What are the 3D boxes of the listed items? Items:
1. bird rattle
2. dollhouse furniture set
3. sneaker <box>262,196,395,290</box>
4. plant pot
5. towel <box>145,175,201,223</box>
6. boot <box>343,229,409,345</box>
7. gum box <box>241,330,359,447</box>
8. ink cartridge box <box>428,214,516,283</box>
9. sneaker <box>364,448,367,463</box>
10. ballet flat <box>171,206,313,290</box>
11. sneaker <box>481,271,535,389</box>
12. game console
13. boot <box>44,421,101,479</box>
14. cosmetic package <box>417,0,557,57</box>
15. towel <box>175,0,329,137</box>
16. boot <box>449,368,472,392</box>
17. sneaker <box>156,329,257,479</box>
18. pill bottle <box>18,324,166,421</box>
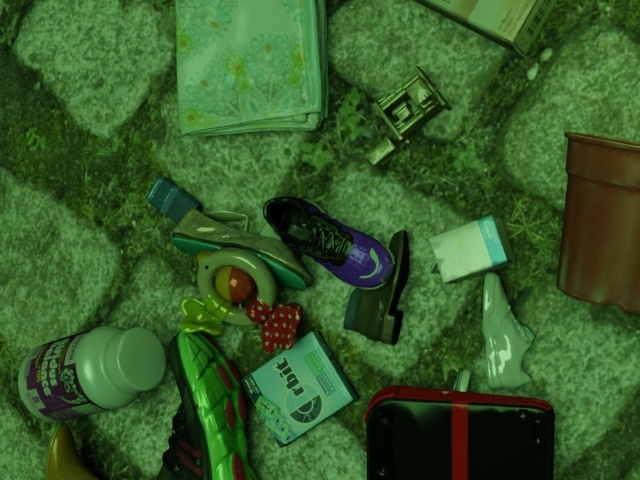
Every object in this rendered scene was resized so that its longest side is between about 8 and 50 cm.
[{"bbox_3d":[-0.155,0.114,1.991,0.253,0.143,0.207,9,122,30],"label":"bird rattle"},{"bbox_3d":[0.127,-0.239,1.916,0.182,0.161,0.101,-39,74,14],"label":"dollhouse furniture set"},{"bbox_3d":[-0.001,0.001,1.931,0.293,0.146,0.102,31,98,35],"label":"sneaker"},{"bbox_3d":[0.516,-0.027,1.713,0.272,0.272,0.265,13,100,22],"label":"plant pot"},{"bbox_3d":[-0.305,-0.080,2.149,0.119,0.029,0.067,36,100,20],"label":"towel"},{"bbox_3d":[0.105,0.083,1.952,0.106,0.082,0.219,9,92,19],"label":"boot"},{"bbox_3d":[-0.041,0.291,2.019,0.184,0.041,0.157,-36,76,17],"label":"gum box"},{"bbox_3d":[0.269,0.021,1.884,0.143,0.092,0.090,-20,80,19],"label":"ink cartridge box"},{"bbox_3d":[0.137,0.418,1.950,0.109,0.040,0.044,2,104,25],"label":"sneaker"},{"bbox_3d":[-0.145,0.002,2.045,0.316,0.107,0.106,19,64,16],"label":"ballet flat"},{"bbox_3d":[0.340,0.161,1.868,0.094,0.080,0.212,-5,92,9],"label":"sneaker"},{"bbox_3d":[0.245,0.458,1.858,0.342,0.060,0.387,2,101,16],"label":"game console"},{"bbox_3d":[-0.451,0.521,2.128,0.211,0.104,0.295,5,106,14],"label":"boot"},{"bbox_3d":[0.273,-0.474,1.888,0.296,0.129,0.153,31,100,20],"label":"cosmetic package"},{"bbox_3d":[-0.143,-0.396,2.070,0.320,0.090,0.374,-3,86,21],"label":"towel"},{"bbox_3d":[0.217,0.319,1.900,0.086,0.069,0.190,16,94,16],"label":"boot"},{"bbox_3d":[-0.244,0.410,2.019,0.202,0.185,0.483,-14,81,18],"label":"sneaker"},{"bbox_3d":[-0.457,0.264,2.078,0.301,0.169,0.169,-19,80,36],"label":"pill bottle"}]
